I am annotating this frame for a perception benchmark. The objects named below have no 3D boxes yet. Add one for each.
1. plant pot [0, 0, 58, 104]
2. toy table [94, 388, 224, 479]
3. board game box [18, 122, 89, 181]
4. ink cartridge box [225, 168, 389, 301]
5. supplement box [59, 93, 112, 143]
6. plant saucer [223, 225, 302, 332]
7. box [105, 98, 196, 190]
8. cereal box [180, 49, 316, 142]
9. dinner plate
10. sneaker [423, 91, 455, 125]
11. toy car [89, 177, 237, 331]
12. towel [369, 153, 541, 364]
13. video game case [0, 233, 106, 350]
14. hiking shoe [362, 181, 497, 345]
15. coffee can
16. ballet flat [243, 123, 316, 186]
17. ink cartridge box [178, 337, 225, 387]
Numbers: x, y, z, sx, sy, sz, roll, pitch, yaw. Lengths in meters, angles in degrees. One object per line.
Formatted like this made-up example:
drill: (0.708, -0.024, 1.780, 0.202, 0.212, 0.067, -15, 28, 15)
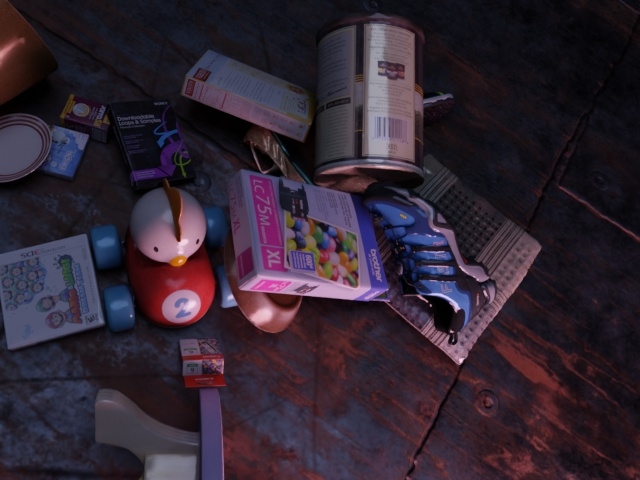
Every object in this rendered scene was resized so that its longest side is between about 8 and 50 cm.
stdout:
plant pot: (-0.604, -0.283, 0.998, 0.237, 0.237, 0.254, 39, 75, 3)
toy table: (-0.215, 0.307, 0.831, 0.161, 0.274, 0.252, 3, 104, -12)
board game box: (-0.460, -0.155, 1.082, 0.090, 0.020, 0.090, 15, 63, -10)
ink cartridge box: (0.000, 0.000, 1.027, 0.311, 0.065, 0.185, 11, 57, -39)
supplement box: (-0.412, -0.216, 1.112, 0.083, 0.043, 0.054, 16, 61, -10)
plant saucer: (-0.082, 0.050, 1.025, 0.199, 0.036, 0.198, 38, 42, -45)
box: (-0.300, -0.173, 1.109, 0.116, 0.029, 0.162, -15, 77, -37)
cereal box: (-0.126, -0.277, 1.184, 0.240, 0.047, 0.173, 21, 32, -6)
dinner plate: (-0.521, -0.154, 1.050, 0.141, 0.017, 0.141, -1, 63, 3)
sneaker: (0.172, -0.291, 1.302, 0.235, 0.084, 0.097, -15, 70, -22)
toy car: (-0.229, 0.009, 0.954, 0.219, 0.238, 0.210, -11, 70, -21)
towel: (0.233, 0.024, 1.204, 0.312, 0.056, 0.324, 41, 64, 7)
video game case: (-0.422, 0.078, 0.974, 0.143, 0.019, 0.157, -15, 71, -11)
hiking shoe: (0.173, 0.031, 1.063, 0.304, 0.113, 0.132, 45, 68, -8)
coffee can: (0.088, -0.240, 1.138, 0.202, 0.201, 0.275, 4, 81, -15)
ballet flat: (-0.074, -0.134, 1.175, 0.067, 0.073, 0.206, -38, 76, 2)
ink cartridge box: (-0.183, 0.187, 0.962, 0.063, 0.115, 0.029, 1, 105, -17)
